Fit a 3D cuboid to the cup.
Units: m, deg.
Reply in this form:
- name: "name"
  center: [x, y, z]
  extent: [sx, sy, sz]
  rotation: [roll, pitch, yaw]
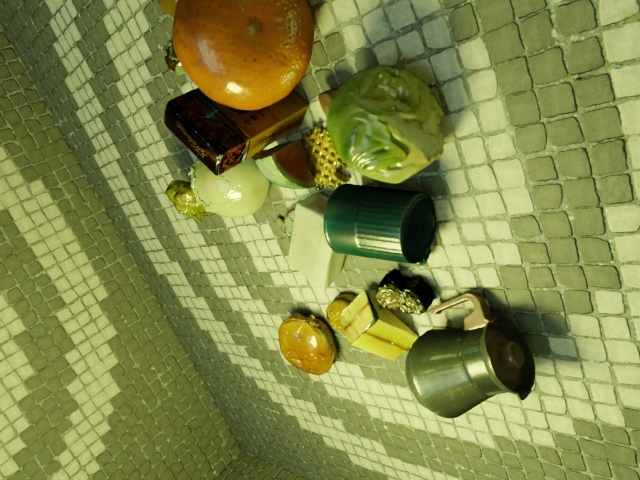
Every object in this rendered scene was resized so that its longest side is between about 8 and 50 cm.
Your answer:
- name: "cup"
  center: [0.202, -0.028, 1.651]
  extent: [0.292, 0.242, 0.307]
  rotation: [8, 121, 39]

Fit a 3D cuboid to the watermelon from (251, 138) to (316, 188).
- name: "watermelon"
  center: [-0.135, -0.272, 1.792]
  extent: [0.256, 0.260, 0.176]
  rotation: [34, 129, 21]

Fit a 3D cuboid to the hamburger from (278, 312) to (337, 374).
- name: "hamburger"
  center: [-0.059, 0.477, 2.358]
  extent: [0.290, 0.170, 0.314]
  rotation: [6, 121, 35]

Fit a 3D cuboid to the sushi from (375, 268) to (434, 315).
- name: "sushi"
  center: [0.295, 0.185, 1.819]
  extent: [0.213, 0.115, 0.147]
  rotation: [12, 127, 40]

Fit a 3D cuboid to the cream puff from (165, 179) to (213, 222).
- name: "cream puff"
  center: [-0.561, -0.173, 2.281]
  extent: [0.282, 0.282, 0.185]
  rotation: [10, 98, 40]

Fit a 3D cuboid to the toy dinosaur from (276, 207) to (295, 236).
- name: "toy dinosaur"
  center: [-0.116, -0.092, 2.063]
  extent: [0.167, 0.053, 0.242]
  rotation: [44, 150, 21]

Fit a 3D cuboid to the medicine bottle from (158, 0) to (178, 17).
- name: "medicine bottle"
  center: [-0.391, -0.847, 1.614]
  extent: [0.238, 0.238, 0.232]
  rotation: [39, 140, 16]

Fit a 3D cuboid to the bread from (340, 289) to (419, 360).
- name: "bread"
  center: [0.228, 0.337, 1.983]
  extent: [0.264, 0.163, 0.167]
  rotation: [29, 114, -33]

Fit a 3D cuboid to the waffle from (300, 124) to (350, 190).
- name: "waffle"
  center: [0.014, -0.288, 1.791]
  extent: [0.229, 0.051, 0.231]
  rotation: [-9, 111, 51]

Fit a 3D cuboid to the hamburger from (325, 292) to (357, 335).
- name: "hamburger"
  center: [0.116, 0.316, 2.101]
  extent: [0.191, 0.118, 0.182]
  rotation: [46, 146, 0]

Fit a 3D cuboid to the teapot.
- name: "teapot"
  center: [0.484, 0.378, 1.682]
  extent: [0.362, 0.306, 0.375]
  rotation: [-30, 66, 43]

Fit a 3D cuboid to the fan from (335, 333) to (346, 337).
- name: "fan"
  center: [0.125, 0.417, 2.170]
  extent: [0.131, 0.009, 0.240]
  rotation: [17, 169, -14]

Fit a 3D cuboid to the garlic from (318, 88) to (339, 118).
- name: "garlic"
  center: [0.069, -0.401, 1.601]
  extent: [0.101, 0.087, 0.195]
  rotation: [-29, 83, 45]

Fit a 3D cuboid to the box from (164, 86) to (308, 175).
- name: "box"
  center: [-0.271, -0.413, 1.682]
  extent: [0.264, 0.415, 0.115]
  rotation: [45, 144, 9]

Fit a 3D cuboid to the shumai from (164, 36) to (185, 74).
- name: "shumai"
  center: [-0.441, -0.688, 1.814]
  extent: [0.255, 0.218, 0.189]
  rotation: [54, 150, -1]

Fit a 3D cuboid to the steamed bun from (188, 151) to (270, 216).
- name: "steamed bun"
  center: [-0.370, -0.246, 2.048]
  extent: [0.312, 0.233, 0.333]
  rotation: [9, 122, 37]

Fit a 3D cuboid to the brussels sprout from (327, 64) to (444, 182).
- name: "brussels sprout"
  center: [0.176, -0.316, 1.431]
  extent: [0.344, 0.268, 0.344]
  rotation: [19, 128, 26]

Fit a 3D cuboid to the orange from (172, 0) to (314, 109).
- name: "orange"
  center: [-0.226, -0.605, 1.513]
  extent: [0.423, 0.424, 0.326]
  rotation: [63, 166, -13]

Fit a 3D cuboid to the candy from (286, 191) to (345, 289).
- name: "candy"
  center: [0.003, 0.000, 1.947]
  extent: [0.208, 0.145, 0.358]
  rotation: [35, 138, 23]
